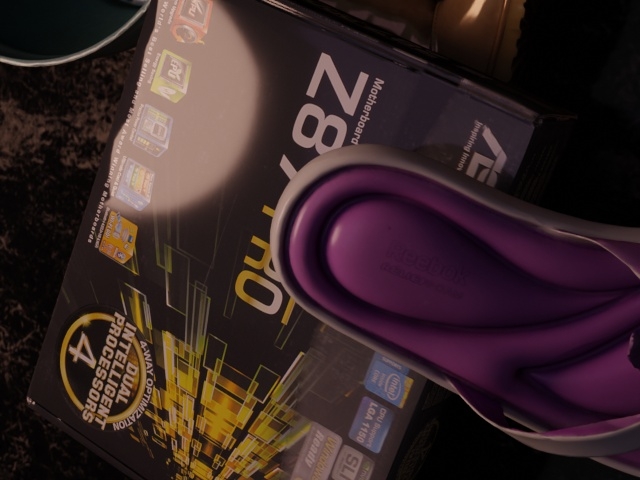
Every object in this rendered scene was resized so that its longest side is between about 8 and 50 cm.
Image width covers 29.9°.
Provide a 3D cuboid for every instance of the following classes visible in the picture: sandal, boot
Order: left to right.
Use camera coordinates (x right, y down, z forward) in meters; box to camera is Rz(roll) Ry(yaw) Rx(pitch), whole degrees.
[{"bbox_3d":[0.045,-0.191,0.925,0.269,0.089,0.236,21,103,25],"label":"boot"},{"bbox_3d":[0.164,0.066,0.734,0.416,0.102,0.169,16,106,-1],"label":"sandal"}]

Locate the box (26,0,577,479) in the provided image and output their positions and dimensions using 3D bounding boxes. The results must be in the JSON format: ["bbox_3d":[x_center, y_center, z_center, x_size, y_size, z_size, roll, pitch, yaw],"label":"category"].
[{"bbox_3d":[-0.033,0.024,0.902,0.318,0.097,0.395,29,108,22],"label":"box"}]

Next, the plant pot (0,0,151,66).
[{"bbox_3d":[-0.192,-0.295,1.038,0.293,0.196,0.293,2,97,22],"label":"plant pot"}]
